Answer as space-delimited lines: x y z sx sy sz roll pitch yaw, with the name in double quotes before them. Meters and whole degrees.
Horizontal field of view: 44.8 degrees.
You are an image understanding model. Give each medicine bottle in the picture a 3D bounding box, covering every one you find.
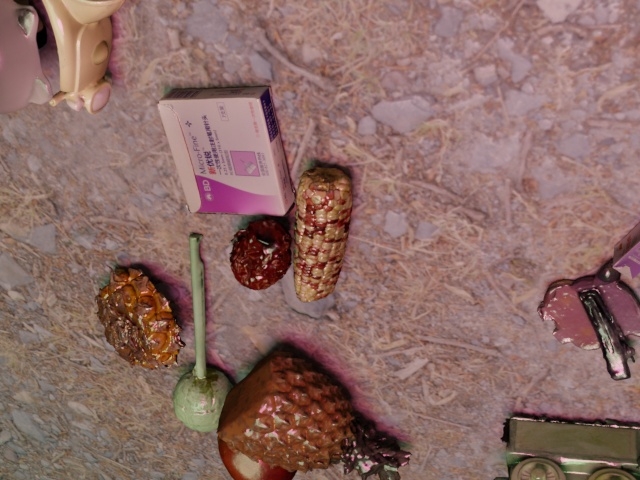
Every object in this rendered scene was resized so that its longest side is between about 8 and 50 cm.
"medicine bottle" -0.137 -0.130 1.159 0.171 0.052 0.201 3 127 19

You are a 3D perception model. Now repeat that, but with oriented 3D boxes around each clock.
"clock" -0.417 -0.316 1.087 0.379 0.120 0.276 10 128 21

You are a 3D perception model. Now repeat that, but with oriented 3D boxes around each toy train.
"toy train" 0.418 0.400 1.274 0.271 0.188 0.159 0 127 20

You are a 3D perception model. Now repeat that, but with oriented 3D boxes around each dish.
"dish" -0.482 -0.261 1.028 0.236 0.086 0.228 17 127 16

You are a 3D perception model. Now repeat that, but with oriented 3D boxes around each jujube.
"jujube" -0.088 0.024 1.216 0.104 0.104 0.166 35 157 -8

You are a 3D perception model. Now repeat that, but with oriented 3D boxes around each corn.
"corn" 0.000 0.000 1.186 0.086 0.086 0.253 15 132 10

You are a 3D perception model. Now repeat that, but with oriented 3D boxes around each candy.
"candy" -0.223 0.178 1.425 0.119 0.119 0.440 11 124 14

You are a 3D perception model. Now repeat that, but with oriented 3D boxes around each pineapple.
"pineapple" 0.001 0.350 1.406 0.362 0.202 0.202 33 133 -16
"pineapple" -0.339 0.151 1.412 0.225 0.076 0.225 21 125 35

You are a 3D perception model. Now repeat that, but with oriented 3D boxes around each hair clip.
"hair clip" 0.410 0.121 1.148 0.146 0.056 0.187 -23 107 36

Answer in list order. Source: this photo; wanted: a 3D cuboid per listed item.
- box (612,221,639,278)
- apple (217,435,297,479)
"box" 0.437 -0.004 1.027 0.036 0.051 0.117 31 130 -2
"apple" -0.121 0.407 1.514 0.158 0.156 0.147 34 176 -26
